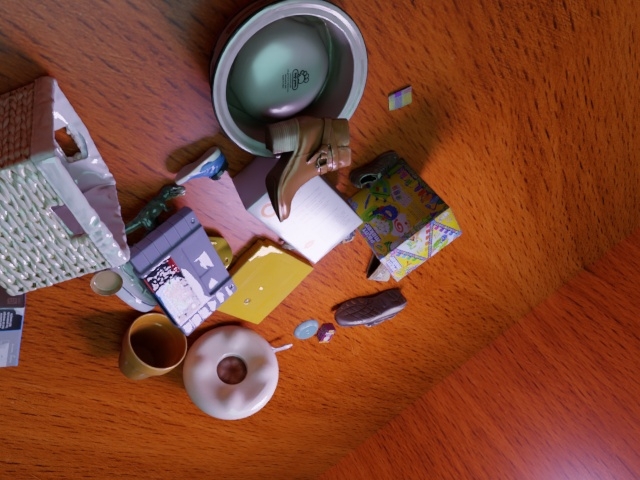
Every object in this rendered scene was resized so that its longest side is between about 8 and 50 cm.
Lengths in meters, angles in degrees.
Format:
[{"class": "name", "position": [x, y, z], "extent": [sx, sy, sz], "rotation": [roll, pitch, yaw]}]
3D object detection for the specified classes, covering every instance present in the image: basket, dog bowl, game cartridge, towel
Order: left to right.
[{"class": "basket", "position": [-0.617, -0.109, 1.084], "extent": [0.266, 0.331, 0.328], "rotation": [-23, 139, -9]}, {"class": "game cartridge", "position": [-0.399, 0.102, 1.487], "extent": [0.230, 0.068, 0.355], "rotation": [-48, 139, -27]}, {"class": "game cartridge", "position": [-0.222, 0.153, 1.825], "extent": [0.324, 0.053, 0.285], "rotation": [-46, 138, 11]}, {"class": "dog bowl", "position": [-0.093, -0.416, 1.256], "extent": [0.407, 0.150, 0.408], "rotation": [-18, 137, -18]}, {"class": "towel", "position": [0.248, -0.440, 1.561], "extent": [0.083, 0.009, 0.060], "rotation": [-25, 140, -9]}]

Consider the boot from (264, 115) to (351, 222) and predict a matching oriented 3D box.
[{"class": "boot", "position": [-0.031, -0.188, 1.319], "extent": [0.220, 0.109, 0.284], "rotation": [-11, 118, -20]}]

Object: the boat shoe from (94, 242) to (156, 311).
[{"class": "boat shoe", "position": [-0.555, 0.060, 1.461], "extent": [0.156, 0.136, 0.367], "rotation": [-34, 131, -4]}]

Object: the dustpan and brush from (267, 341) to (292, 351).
[{"class": "dustpan and brush", "position": [-0.225, 0.462, 2.118], "extent": [0.211, 0.060, 0.147], "rotation": [-22, 139, -13]}]

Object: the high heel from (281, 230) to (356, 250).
[{"class": "high heel", "position": [0.000, 0.000, 1.802], "extent": [0.261, 0.093, 0.186], "rotation": [-18, 165, 5]}]

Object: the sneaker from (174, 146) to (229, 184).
[{"class": "sneaker", "position": [-0.325, -0.186, 1.403], "extent": [0.152, 0.058, 0.085], "rotation": [-39, 132, -3]}]

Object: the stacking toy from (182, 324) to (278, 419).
[{"class": "stacking toy", "position": [-0.380, 0.581, 2.007], "extent": [0.350, 0.351, 0.480], "rotation": [-11, 152, -24]}]

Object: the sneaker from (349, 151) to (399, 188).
[{"class": "sneaker", "position": [0.192, -0.229, 1.688], "extent": [0.188, 0.071, 0.066], "rotation": [-29, 140, -4]}]

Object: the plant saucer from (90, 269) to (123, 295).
[{"class": "plant saucer", "position": [-0.588, 0.114, 1.383], "extent": [0.083, 0.015, 0.084], "rotation": [-12, 124, -18]}]

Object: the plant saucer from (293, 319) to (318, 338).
[{"class": "plant saucer", "position": [-0.058, 0.393, 2.188], "extent": [0.119, 0.021, 0.119], "rotation": [-18, 138, -17]}]

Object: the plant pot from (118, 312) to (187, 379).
[{"class": "plant pot", "position": [-0.591, 0.381, 1.710], "extent": [0.205, 0.205, 0.188], "rotation": [13, 138, -40]}]

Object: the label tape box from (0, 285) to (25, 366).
[{"class": "label tape box", "position": [-1.001, 0.236, 1.346], "extent": [0.347, 0.115, 0.249], "rotation": [2, 129, -36]}]

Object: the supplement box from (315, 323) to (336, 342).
[{"class": "supplement box", "position": [0.024, 0.414, 2.245], "extent": [0.054, 0.043, 0.083], "rotation": [6, 126, -35]}]

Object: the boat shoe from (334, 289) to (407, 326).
[{"class": "boat shoe", "position": [0.223, 0.328, 2.222], "extent": [0.355, 0.132, 0.130], "rotation": [-10, 135, -23]}]

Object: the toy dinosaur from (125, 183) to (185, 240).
[{"class": "toy dinosaur", "position": [-0.480, -0.049, 1.408], "extent": [0.268, 0.064, 0.118], "rotation": [-47, 147, -22]}]

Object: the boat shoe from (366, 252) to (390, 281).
[{"class": "boat shoe", "position": [0.240, 0.069, 1.993], "extent": [0.089, 0.105, 0.285], "rotation": [-5, 136, -7]}]

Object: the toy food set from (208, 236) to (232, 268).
[{"class": "toy food set", "position": [-0.390, 0.040, 1.591], "extent": [0.217, 0.071, 0.128], "rotation": [4, 104, -38]}]

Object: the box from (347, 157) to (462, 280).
[{"class": "box", "position": [0.272, -0.074, 1.726], "extent": [0.279, 0.290, 0.177], "rotation": [-37, 141, 6]}]

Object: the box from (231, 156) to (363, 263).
[{"class": "box", "position": [-0.065, -0.119, 1.535], "extent": [0.215, 0.168, 0.345], "rotation": [-41, 135, 8]}]
